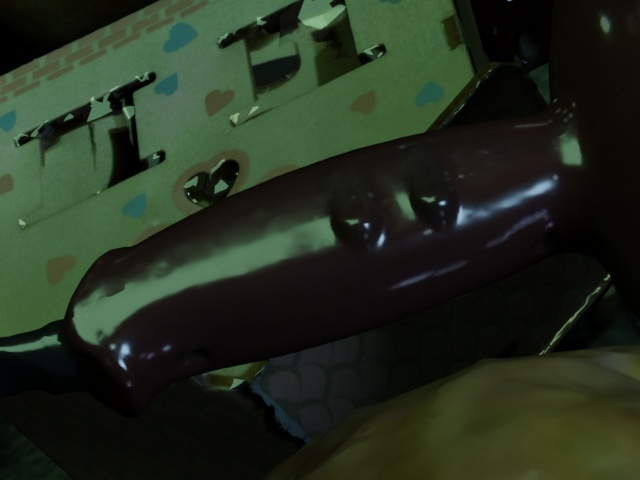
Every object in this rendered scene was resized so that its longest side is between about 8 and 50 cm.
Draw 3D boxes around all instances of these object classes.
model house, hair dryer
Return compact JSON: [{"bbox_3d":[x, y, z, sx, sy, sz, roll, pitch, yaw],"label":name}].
[{"bbox_3d":[0.000,0.000,0.769,0.326,0.169,0.244,-24,42,13],"label":"model house"},{"bbox_3d":[0.021,-0.044,0.608,0.340,0.123,0.313,-17,56,-6],"label":"hair dryer"}]

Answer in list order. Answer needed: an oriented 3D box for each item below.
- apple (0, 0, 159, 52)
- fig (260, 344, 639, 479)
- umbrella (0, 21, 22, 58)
[{"bbox_3d":[-0.115,-0.208,1.062,0.188,0.211,0.211,-26,33,31],"label":"apple"},{"bbox_3d":[0.101,0.149,0.481,0.286,0.286,0.368,-17,6,21],"label":"fig"},{"bbox_3d":[-0.245,-0.109,1.138,0.143,0.094,0.349,-6,44,5],"label":"umbrella"}]
